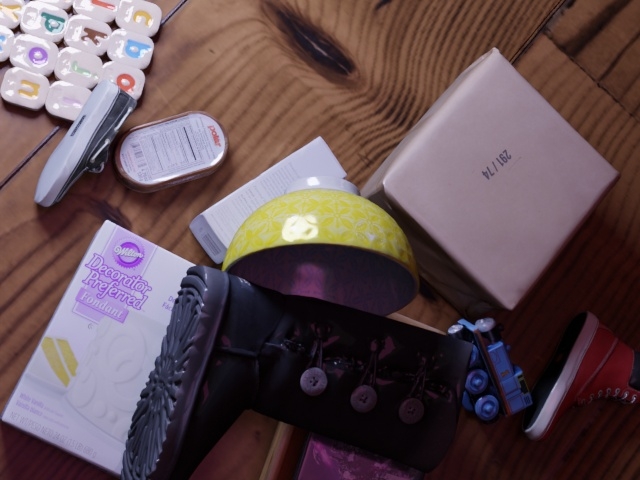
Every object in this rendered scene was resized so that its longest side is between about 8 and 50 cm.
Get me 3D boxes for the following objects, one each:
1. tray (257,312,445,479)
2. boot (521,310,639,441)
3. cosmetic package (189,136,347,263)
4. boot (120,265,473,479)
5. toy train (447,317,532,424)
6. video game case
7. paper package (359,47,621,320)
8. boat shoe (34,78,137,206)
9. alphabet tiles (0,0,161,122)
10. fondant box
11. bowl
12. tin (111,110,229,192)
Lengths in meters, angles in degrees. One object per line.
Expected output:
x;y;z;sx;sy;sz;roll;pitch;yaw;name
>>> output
0.036;0.304;1.807;0.203;0.076;0.411;22;74;-11;tray
0.454;0.263;1.931;0.176;0.088;0.244;38;69;-8;boot
-0.083;-0.063;1.814;0.231;0.117;0.085;-36;93;-20;cosmetic package
-0.026;0.259;1.668;0.445;0.146;0.367;17;98;-26;boot
0.268;0.208;1.872;0.105;0.080;0.184;-26;106;-13;toy train
0.076;0.305;1.767;0.196;0.026;0.274;21;76;-12;video game case
0.271;-0.085;1.895;0.309;0.168;0.325;43;71;-5;paper package
-0.356;-0.138;1.767;0.070;0.078;0.219;35;82;-31;boat shoe
-0.401;-0.332;1.819;0.278;0.021;0.284;15;76;-13;alphabet tiles
-0.294;0.171;1.723;0.238;0.096;0.330;28;73;-10;fondant box
0.000;0.000;1.690;0.289;0.289;0.156;8;63;-15;bowl
-0.235;-0.141;1.827;0.190;0.040;0.106;-19;90;-19;tin
